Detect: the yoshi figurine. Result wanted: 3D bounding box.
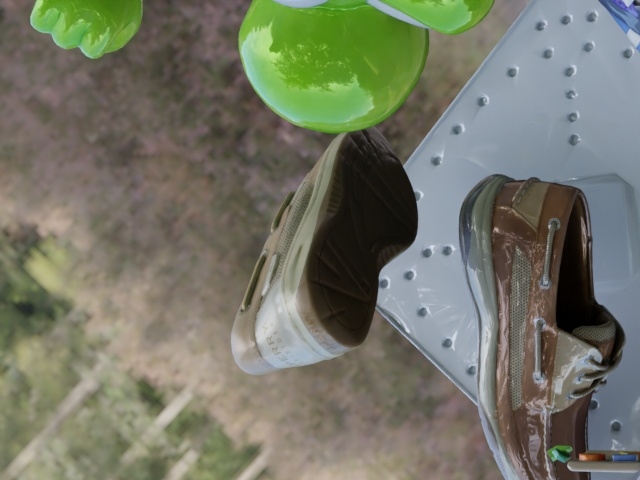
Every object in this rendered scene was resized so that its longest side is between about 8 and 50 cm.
[{"bbox_3d":[-0.075,-0.171,0.952,0.362,0.204,0.203,23,167,11],"label":"yoshi figurine"}]

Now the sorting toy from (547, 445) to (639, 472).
[{"bbox_3d":[0.215,0.170,1.276,0.083,0.012,0.062,-1,-178,22],"label":"sorting toy"}]

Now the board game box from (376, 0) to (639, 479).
[{"bbox_3d":[0.263,-0.003,1.599,0.390,0.390,0.050,43,-165,24],"label":"board game box"}]

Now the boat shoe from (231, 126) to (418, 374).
[{"bbox_3d":[0.000,0.000,1.474,0.122,0.110,0.341,55,-152,-15],"label":"boat shoe"}]

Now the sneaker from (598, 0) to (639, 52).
[{"bbox_3d":[0.297,-0.206,1.366,0.236,0.130,0.323,37,-160,-45],"label":"sneaker"}]

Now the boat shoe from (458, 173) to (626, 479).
[{"bbox_3d":[0.210,0.099,1.472,0.116,0.123,0.324,-3,107,32],"label":"boat shoe"}]
